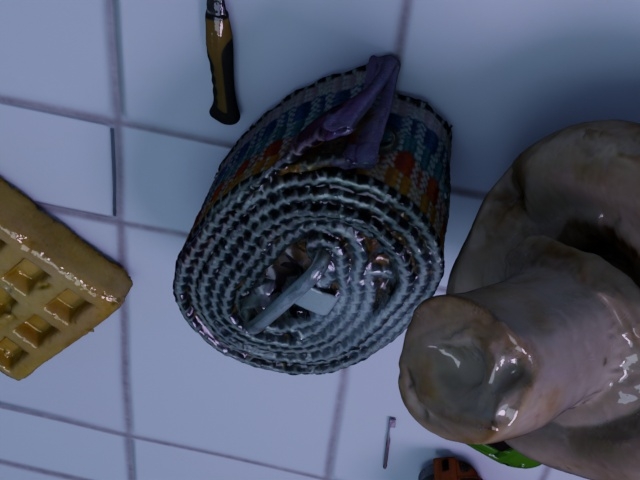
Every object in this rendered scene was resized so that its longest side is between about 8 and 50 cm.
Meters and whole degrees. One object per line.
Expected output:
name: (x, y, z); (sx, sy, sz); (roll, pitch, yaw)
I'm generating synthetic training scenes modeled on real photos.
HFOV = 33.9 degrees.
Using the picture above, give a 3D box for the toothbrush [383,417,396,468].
toothbrush: (0.080, 0.237, 1.225); (0.008, 0.006, 0.097); (7, 134, 3)

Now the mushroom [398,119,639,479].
mushroom: (0.192, 0.050, 0.771); (0.290, 0.292, 0.292); (0, 152, -46)

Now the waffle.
waffle: (-0.355, 0.033, 1.114); (0.248, 0.055, 0.221); (39, 130, -20)

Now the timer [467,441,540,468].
timer: (0.209, 0.186, 1.114); (0.128, 0.047, 0.140); (31, 132, -13)

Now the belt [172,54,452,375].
belt: (0.000, 0.000, 0.916); (0.207, 0.160, 0.295); (36, 131, -19)

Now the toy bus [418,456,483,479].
toy bus: (0.202, 0.400, 1.258); (0.153, 0.143, 0.329); (-7, 130, 8)

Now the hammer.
hammer: (-0.081, -0.180, 0.866); (0.078, 0.021, 0.201); (6, 134, 9)
